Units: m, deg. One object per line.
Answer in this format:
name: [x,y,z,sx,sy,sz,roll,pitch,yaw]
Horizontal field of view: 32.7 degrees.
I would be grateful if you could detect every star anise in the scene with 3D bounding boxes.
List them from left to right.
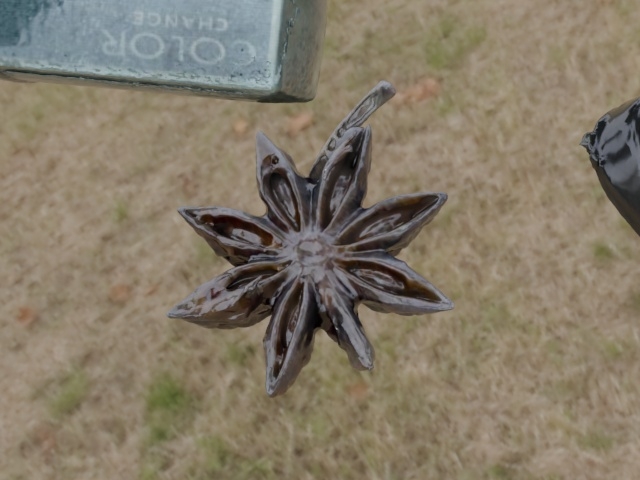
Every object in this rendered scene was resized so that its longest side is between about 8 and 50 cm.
star anise: [0.001,0.000,0.843,0.230,0.081,0.262,16,73,18]

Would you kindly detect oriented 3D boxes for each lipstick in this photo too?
lipstick: [-0.139,-0.120,0.577,0.289,0.077,0.076,8,4,17]

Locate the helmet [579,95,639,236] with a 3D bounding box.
helmet: [0.221,-0.058,0.400,0.189,0.193,0.216,123,159,-56]
